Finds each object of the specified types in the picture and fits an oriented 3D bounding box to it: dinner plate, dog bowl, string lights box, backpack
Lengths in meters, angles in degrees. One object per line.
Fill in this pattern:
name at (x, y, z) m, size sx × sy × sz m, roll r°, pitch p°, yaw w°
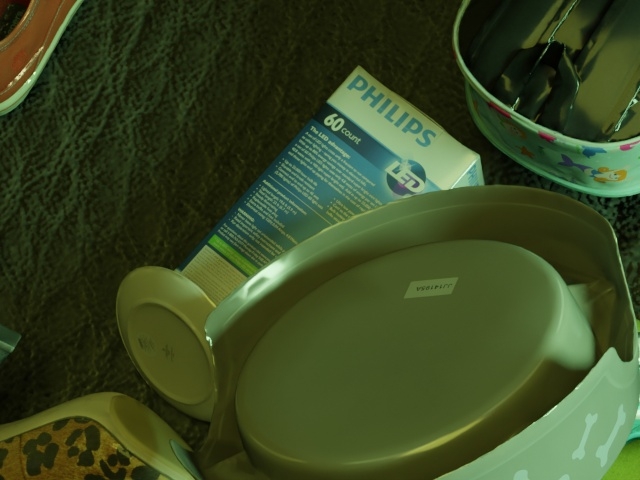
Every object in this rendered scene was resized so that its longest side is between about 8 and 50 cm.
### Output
dinner plate at (-0.115, 0.086, 1.582) m, size 0.141 × 0.141 × 0.017 m, roll 40°, pitch 48°, yaw 19°
dog bowl at (0.067, 0.102, 1.415) m, size 0.348 × 0.102 × 0.349 m, roll -17°, pitch 31°, yaw 11°
string lights box at (0.000, 0.000, 1.621) m, size 0.133 × 0.077 × 0.260 m, roll 39°, pitch 80°, yaw 18°
backpack at (0.231, -0.163, 1.583) m, size 0.225 × 0.191 × 0.253 m, roll 30°, pitch 70°, yaw 20°

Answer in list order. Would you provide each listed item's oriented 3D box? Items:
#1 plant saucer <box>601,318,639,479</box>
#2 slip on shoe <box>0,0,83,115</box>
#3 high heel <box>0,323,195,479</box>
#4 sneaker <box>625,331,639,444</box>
plant saucer at (0.186, 0.155, 1.560) m, size 0.241 × 0.037 × 0.241 m, roll -3°, pitch 70°, yaw 8°
slip on shoe at (-0.248, -0.268, 1.743) m, size 0.123 × 0.101 × 0.331 m, roll 19°, pitch 73°, yaw 16°
high heel at (-0.212, 0.204, 1.600) m, size 0.261 × 0.093 × 0.186 m, roll 33°, pitch 104°, yaw 3°
sneaker at (0.152, 0.167, 1.491) m, size 0.275 × 0.107 × 0.110 m, roll -27°, pitch 82°, yaw 1°
